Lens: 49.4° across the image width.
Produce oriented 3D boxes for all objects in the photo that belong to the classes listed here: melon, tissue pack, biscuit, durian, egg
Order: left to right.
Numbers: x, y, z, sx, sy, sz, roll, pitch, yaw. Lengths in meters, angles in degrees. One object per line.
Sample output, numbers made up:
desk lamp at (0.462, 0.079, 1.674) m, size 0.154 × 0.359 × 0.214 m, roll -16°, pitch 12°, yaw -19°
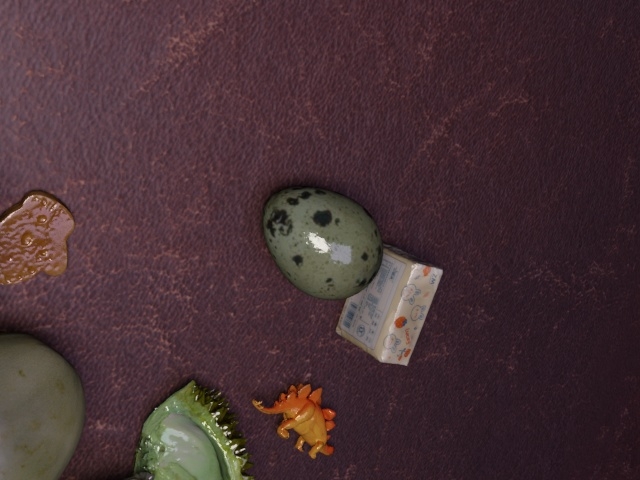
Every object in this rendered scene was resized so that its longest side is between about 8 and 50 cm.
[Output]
melon at (-0.457, 0.261, 0.906) m, size 0.308 × 0.272 × 0.272 m, roll -23°, pitch 119°, yaw -14°
biscuit at (-0.407, 0.005, 0.986) m, size 0.140 × 0.023 × 0.118 m, roll -45°, pitch 126°, yaw -13°
durian at (-0.230, 0.435, 1.190) m, size 0.198 × 0.163 × 0.394 m, roll 18°, pitch 103°, yaw -34°
egg at (0.000, 0.000, 1.164) m, size 0.228 × 0.177 × 0.177 m, roll 35°, pitch 86°, yaw -21°
tissue pack at (0.128, 0.114, 1.307) m, size 0.092 × 0.148 × 0.196 m, roll 13°, pitch 100°, yaw -39°

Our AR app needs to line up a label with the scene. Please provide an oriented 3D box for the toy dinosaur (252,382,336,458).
toy dinosaur at (-0.034, 0.333, 1.334) m, size 0.117 × 0.070 × 0.288 m, roll -54°, pitch 132°, yaw -19°

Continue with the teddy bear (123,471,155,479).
teddy bear at (-0.367, 0.484, 1.006) m, size 0.357 × 0.224 × 0.367 m, roll -41°, pitch 169°, yaw 38°
